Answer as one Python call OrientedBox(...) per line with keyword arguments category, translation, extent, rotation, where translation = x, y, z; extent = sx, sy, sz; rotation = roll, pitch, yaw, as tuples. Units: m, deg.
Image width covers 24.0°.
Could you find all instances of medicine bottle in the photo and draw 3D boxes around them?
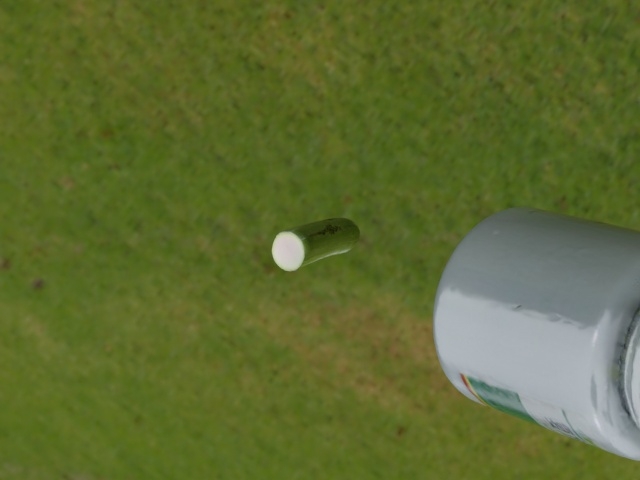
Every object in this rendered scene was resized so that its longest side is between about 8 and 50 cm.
OrientedBox(category="medicine bottle", translation=(0.110, 0.036, 0.543), extent=(0.130, 0.080, 0.080), rotation=(17, 147, 51))

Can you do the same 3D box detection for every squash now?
OrientedBox(category="squash", translation=(0.000, 0.000, 1.013), extent=(0.027, 0.083, 0.028), rotation=(6, 102, 29))
